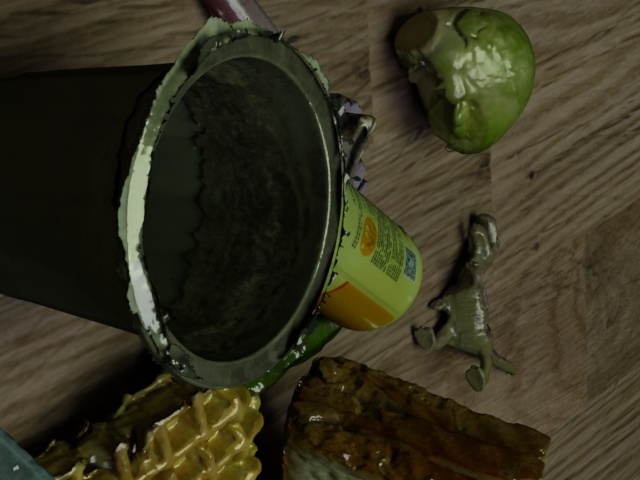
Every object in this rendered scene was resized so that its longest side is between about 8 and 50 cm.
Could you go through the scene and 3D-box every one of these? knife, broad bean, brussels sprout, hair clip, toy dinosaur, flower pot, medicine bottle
[{"bbox_3d":[-0.043,-0.170,1.676,0.278,0.053,0.123,60,45,-45],"label":"knife"},{"bbox_3d":[-0.044,0.117,1.661,0.195,0.046,0.061,-45,167,-31],"label":"broad bean"},{"bbox_3d":[0.162,-0.188,1.906,0.145,0.131,0.183,-38,132,-17],"label":"brussels sprout"},{"bbox_3d":[0.019,-0.068,1.723,0.292,0.084,0.106,83,29,-63],"label":"hair clip"},{"bbox_3d":[0.194,0.109,2.073,0.200,0.072,0.251,-52,128,-50],"label":"toy dinosaur"},{"bbox_3d":[-0.147,-0.039,1.367,0.290,0.259,0.290,-15,109,-53],"label":"flower pot"},{"bbox_3d":[0.000,0.000,1.597,0.239,0.124,0.124,35,69,-58],"label":"medicine bottle"}]

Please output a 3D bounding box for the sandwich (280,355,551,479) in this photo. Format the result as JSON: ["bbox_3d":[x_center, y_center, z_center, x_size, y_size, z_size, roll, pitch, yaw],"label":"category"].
[{"bbox_3d":[0.085,0.288,1.749,0.325,0.262,0.131,96,17,-45],"label":"sandwich"}]

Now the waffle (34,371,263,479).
[{"bbox_3d":[-0.167,0.232,1.518,0.283,0.065,0.309,24,90,-47],"label":"waffle"}]

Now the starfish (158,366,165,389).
[{"bbox_3d":[-0.091,0.041,1.641,0.302,0.060,0.299,15,89,-62],"label":"starfish"}]

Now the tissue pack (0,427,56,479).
[{"bbox_3d":[-0.321,0.195,1.180,0.315,0.103,0.228,45,60,-14],"label":"tissue pack"}]
